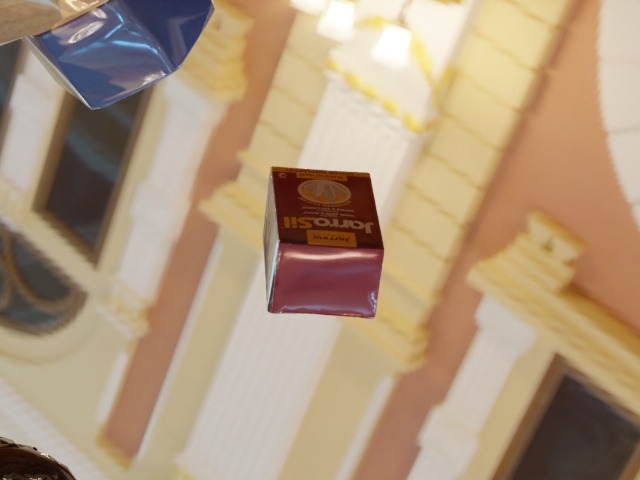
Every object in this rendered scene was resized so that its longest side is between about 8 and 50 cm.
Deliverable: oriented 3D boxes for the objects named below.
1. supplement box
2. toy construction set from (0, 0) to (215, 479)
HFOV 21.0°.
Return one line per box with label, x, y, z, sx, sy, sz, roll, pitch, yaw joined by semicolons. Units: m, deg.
supplement box;0.000;0.000;0.872;0.055;0.043;0.083;4;-151;-7
toy construction set;-0.202;-0.020;0.318;0.237;0.257;0.309;10;170;38
